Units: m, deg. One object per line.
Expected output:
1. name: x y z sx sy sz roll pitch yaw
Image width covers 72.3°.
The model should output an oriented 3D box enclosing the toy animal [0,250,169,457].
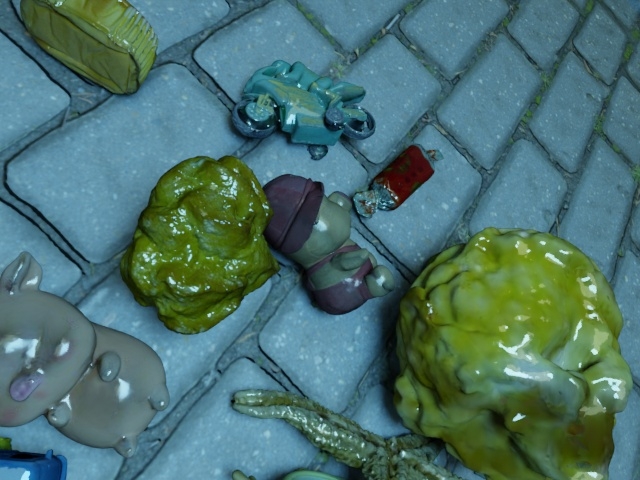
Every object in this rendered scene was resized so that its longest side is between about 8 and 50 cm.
1. toy animal: -0.308 0.153 0.536 0.250 0.154 0.167 44 68 -26

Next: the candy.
1. candy: 0.173 -0.134 0.927 0.292 0.059 0.086 -41 94 -30

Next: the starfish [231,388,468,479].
1. starfish: 0.099 0.341 0.615 0.431 0.324 0.083 26 94 -26

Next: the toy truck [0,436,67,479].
1. toy truck: -0.466 0.260 0.415 0.384 0.162 0.161 18 63 -20

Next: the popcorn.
1. popcorn: 0.299 0.185 0.727 0.354 0.343 0.391 57 36 -52

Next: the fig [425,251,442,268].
1. fig: 0.250 0.058 0.890 0.073 0.074 0.088 25 40 -16

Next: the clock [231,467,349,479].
1. clock: 0.019 0.397 0.572 0.307 0.235 0.096 26 84 -9

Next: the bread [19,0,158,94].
1. bread: -0.357 -0.334 0.699 0.190 0.132 0.114 26 61 -18

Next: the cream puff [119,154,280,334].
1. cream puff: -0.163 0.006 0.612 0.196 0.244 0.244 50 59 -2

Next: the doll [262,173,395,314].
1. doll: 0.002 -0.002 0.726 0.256 0.196 0.152 48 60 -11

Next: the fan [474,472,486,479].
1. fan: 0.355 0.474 0.828 0.175 0.005 0.113 35 61 -13

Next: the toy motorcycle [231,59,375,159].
1. toy motorcycle: -0.034 -0.266 0.858 0.296 0.109 0.199 0 62 -24
